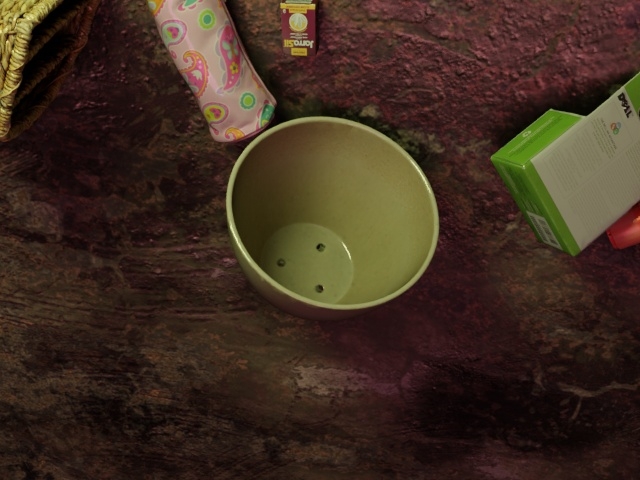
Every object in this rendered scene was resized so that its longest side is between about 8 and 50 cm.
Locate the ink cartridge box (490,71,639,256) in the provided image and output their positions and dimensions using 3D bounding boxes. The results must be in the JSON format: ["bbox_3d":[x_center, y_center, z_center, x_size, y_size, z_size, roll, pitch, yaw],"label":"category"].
[{"bbox_3d":[0.428,-0.129,1.335,0.255,0.097,0.188,-39,114,-7],"label":"ink cartridge box"}]

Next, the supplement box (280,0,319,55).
[{"bbox_3d":[-0.031,-0.329,1.296,0.055,0.043,0.083,3,125,6],"label":"supplement box"}]

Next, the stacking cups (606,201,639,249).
[{"bbox_3d":[0.612,-0.062,1.337,0.316,0.096,0.096,-26,116,24],"label":"stacking cups"}]

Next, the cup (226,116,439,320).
[{"bbox_3d":[0.000,0.000,1.384,0.331,0.331,0.237,19,152,-3],"label":"cup"}]

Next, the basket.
[{"bbox_3d":[-0.434,-0.272,1.247,0.223,0.299,0.213,-1,124,11],"label":"basket"}]

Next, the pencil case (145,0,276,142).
[{"bbox_3d":[-0.168,-0.293,1.300,0.124,0.124,0.284,-14,119,19],"label":"pencil case"}]
